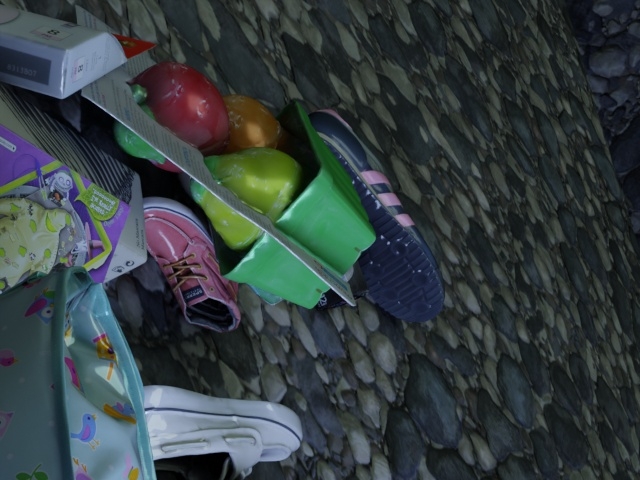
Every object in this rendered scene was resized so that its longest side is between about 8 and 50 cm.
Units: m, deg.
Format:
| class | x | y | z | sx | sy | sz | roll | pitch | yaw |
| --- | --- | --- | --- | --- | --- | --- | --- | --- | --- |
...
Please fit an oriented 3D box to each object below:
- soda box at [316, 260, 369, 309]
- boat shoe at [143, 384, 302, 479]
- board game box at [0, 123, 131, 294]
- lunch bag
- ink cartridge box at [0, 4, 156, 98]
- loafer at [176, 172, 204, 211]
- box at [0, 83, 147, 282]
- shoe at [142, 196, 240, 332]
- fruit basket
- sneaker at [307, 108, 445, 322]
| class | x | y | z | sx | sy | sz | roll | pitch | yaw |
| --- | --- | --- | --- | --- | --- | --- | --- | --- | --- |
| soda box | 0.000 | 0.000 | 2.297 | 0.060 | 0.053 | 0.169 | -3 | 69 | -64 |
| boat shoe | -0.108 | 0.206 | 1.829 | 0.267 | 0.096 | 0.088 | 22 | 51 | -55 |
| board game box | -0.314 | -0.005 | 1.551 | 0.347 | 0.056 | 0.208 | 35 | 73 | -49 |
| lunch bag | -0.250 | 0.167 | 1.415 | 0.160 | 0.223 | 0.262 | 38 | 33 | -56 |
| ink cartridge box | -0.284 | -0.210 | 1.777 | 0.232 | 0.189 | 0.066 | -50 | 153 | -61 |
| loafer | -0.063 | -0.039 | 2.156 | 0.268 | 0.092 | 0.102 | 40 | 34 | -44 |
| box | -0.284 | -0.057 | 1.721 | 0.275 | 0.094 | 0.113 | 34 | 38 | -50 |
| shoe | -0.142 | 0.028 | 1.965 | 0.178 | 0.063 | 0.081 | 47 | 24 | -44 |
| fruit basket | -0.120 | -0.088 | 1.904 | 0.353 | 0.165 | 0.327 | 32 | 15 | -20 |
| sneaker | 0.073 | -0.040 | 2.414 | 0.319 | 0.112 | 0.131 | 56 | 28 | -21 |
